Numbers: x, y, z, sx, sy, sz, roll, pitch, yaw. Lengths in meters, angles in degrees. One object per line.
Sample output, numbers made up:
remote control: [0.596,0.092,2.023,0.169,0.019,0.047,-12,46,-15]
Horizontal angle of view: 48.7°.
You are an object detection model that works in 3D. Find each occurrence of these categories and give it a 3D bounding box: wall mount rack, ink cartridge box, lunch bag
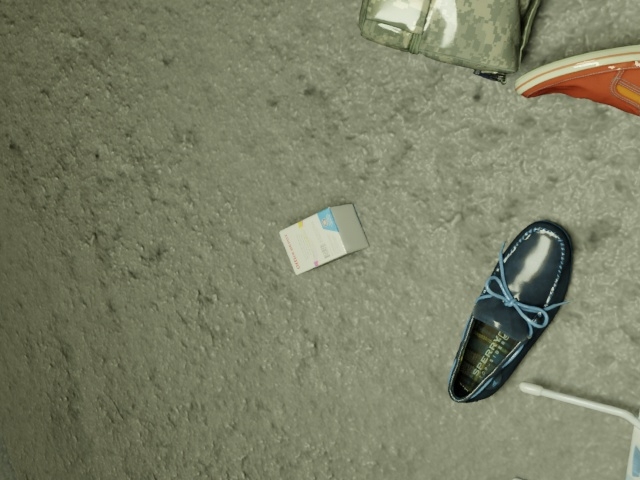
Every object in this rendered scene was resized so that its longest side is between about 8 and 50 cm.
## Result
wall mount rack: [0.444,0.373,1.097,0.304,0.130,0.350,-137,42,-60]
ink cartridge box: [0.000,0.000,1.347,0.143,0.090,0.092,-23,85,33]
lunch bag: [0.220,-0.415,1.076,0.256,0.212,0.305,19,111,10]

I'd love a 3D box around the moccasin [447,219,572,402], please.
moccasin: [0.313,0.134,1.160,0.137,0.117,0.342,26,110,26]

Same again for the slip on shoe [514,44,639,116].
slip on shoe: [0.448,-0.228,1.024,0.331,0.123,0.101,1,102,27]
